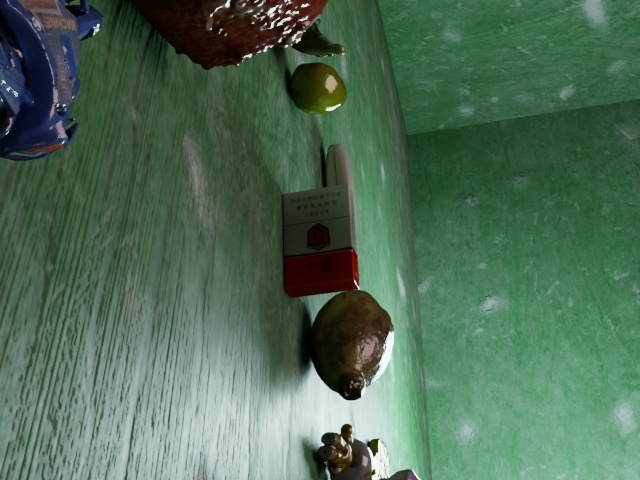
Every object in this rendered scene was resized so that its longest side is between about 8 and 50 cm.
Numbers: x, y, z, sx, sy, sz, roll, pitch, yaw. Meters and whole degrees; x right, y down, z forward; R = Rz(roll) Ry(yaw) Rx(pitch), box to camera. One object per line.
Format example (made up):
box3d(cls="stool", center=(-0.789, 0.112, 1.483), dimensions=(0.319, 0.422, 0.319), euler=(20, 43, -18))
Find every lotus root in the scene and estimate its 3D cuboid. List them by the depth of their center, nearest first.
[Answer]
box3d(cls="lotus root", center=(0.044, 0.157, 1.218), dimensions=(0.214, 0.138, 0.138), euler=(-71, 151, -65))

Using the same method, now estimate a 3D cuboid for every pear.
box3d(cls="pear", center=(-0.003, -0.245, 1.338), dimensions=(0.092, 0.097, 0.092), euler=(-161, -90, -82))

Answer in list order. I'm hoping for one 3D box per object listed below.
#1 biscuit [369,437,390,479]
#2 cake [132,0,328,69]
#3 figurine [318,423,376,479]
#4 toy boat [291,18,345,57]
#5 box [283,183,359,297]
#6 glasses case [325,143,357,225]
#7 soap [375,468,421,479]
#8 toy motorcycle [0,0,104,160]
box3d(cls="biscuit", center=(0.116, 0.468, 1.613), dimensions=(0.236, 0.040, 0.144), euler=(-21, 108, -76))
box3d(cls="cake", center=(-0.085, -0.302, 0.738), dimensions=(0.151, 0.177, 0.282), euler=(50, 33, -70))
box3d(cls="figurine", center=(0.037, 0.319, 1.219), dimensions=(0.101, 0.068, 0.143), euler=(-60, 144, -45))
box3d(cls="toy boat", center=(-0.023, -0.362, 1.311), dimensions=(0.293, 0.099, 0.108), euler=(-97, 171, -49))
box3d(cls="box", center=(0.000, 0.000, 1.159), dimensions=(0.048, 0.100, 0.152), euler=(58, 26, -58))
box3d(cls="glasses case", center=(0.039, -0.082, 1.532), dimensions=(0.081, 0.051, 0.204), euler=(50, 34, -68))
box3d(cls="soap", center=(0.150, 0.514, 1.284), dimensions=(0.324, 0.193, 0.109), euler=(48, 31, -23))
box3d(cls="toy motorcycle", center=(-0.170, -0.117, 0.472), dimensions=(0.114, 0.076, 0.205), euler=(83, 5, -48))
